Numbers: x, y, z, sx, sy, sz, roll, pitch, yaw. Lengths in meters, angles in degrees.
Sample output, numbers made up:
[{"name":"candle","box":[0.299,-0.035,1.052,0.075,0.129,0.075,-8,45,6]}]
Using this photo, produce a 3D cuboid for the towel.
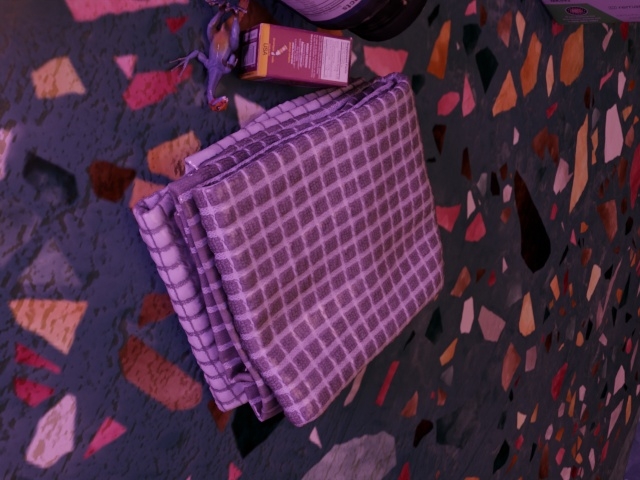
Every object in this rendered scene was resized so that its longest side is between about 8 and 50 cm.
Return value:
[{"name":"towel","box":[0.000,0.000,0.580,0.283,0.121,0.235,-38,124,-37]}]

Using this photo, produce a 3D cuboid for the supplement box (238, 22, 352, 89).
[{"name":"supplement box","box":[-0.022,-0.155,0.547,0.083,0.055,0.043,1,99,-26]}]

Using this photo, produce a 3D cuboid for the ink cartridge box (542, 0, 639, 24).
[{"name":"ink cartridge box","box":[0.379,-0.413,0.852,0.289,0.211,0.122,21,84,-48]}]

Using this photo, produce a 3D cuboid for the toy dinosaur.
[{"name":"toy dinosaur","box":[-0.075,-0.150,0.522,0.090,0.047,0.082,-40,146,-49]}]

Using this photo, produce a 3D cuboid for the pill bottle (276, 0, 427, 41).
[{"name":"pill bottle","box":[-0.004,-0.247,0.516,0.219,0.122,0.123,14,88,-50]}]
